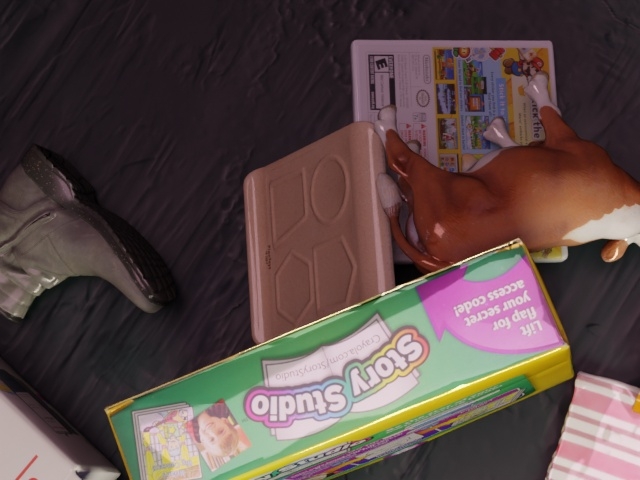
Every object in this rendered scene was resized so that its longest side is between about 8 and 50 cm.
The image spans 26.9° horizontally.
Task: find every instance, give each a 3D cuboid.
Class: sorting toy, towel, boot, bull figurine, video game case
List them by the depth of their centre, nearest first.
[{"bbox_3d":[0.189,-0.053,1.235,0.310,0.101,0.188,-12,54,-32],"label":"bull figurine"},{"bbox_3d":[0.284,0.235,1.262,0.144,0.029,0.197,17,83,14],"label":"towel"},{"bbox_3d":[0.000,0.000,1.320,0.208,0.038,0.193,-18,72,50],"label":"sorting toy"},{"bbox_3d":[0.136,-0.089,1.329,0.206,0.026,0.227,-1,78,-6],"label":"video game case"},{"bbox_3d":[-0.274,0.029,1.407,0.246,0.083,0.161,44,98,22],"label":"boot"}]

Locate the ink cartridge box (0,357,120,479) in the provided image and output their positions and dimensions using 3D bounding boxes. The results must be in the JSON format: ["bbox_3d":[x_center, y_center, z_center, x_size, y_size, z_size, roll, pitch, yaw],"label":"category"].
[{"bbox_3d":[-0.354,0.242,1.349,0.353,0.119,0.207,40,90,18],"label":"ink cartridge box"}]

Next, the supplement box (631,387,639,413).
[{"bbox_3d":[0.339,0.123,1.256,0.062,0.036,0.098,21,69,15],"label":"supplement box"}]

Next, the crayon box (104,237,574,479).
[{"bbox_3d":[0.037,0.132,1.188,0.363,0.313,0.106,-23,75,7],"label":"crayon box"}]
